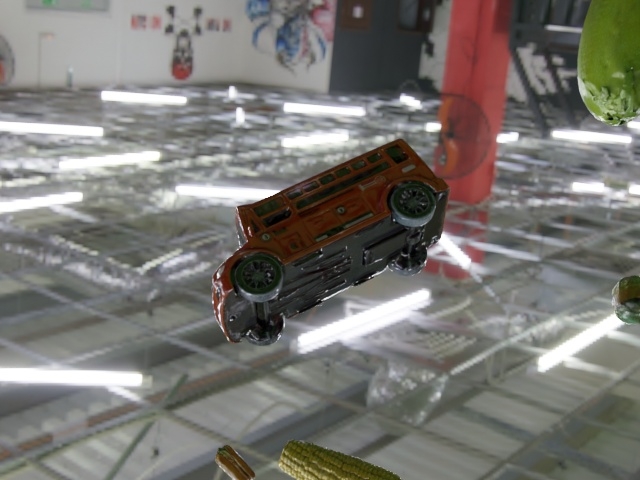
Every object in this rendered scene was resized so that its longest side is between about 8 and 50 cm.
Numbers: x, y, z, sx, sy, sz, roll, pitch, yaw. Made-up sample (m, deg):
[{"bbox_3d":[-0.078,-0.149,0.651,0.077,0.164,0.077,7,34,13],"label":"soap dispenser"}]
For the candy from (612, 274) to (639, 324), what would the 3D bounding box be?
[{"bbox_3d":[0.410,0.030,1.121,0.061,0.202,0.061,12,-131,-14],"label":"candy"}]

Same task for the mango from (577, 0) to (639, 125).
[{"bbox_3d":[0.220,-0.151,0.638,0.074,0.165,0.091,39,158,-23],"label":"mango"}]

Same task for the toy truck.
[{"bbox_3d":[0.000,0.000,0.942,0.253,0.107,0.114,-25,-120,-16],"label":"toy truck"}]

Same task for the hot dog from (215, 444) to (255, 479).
[{"bbox_3d":[-0.137,0.357,1.500,0.021,0.083,0.037,-25,-163,50],"label":"hot dog"}]

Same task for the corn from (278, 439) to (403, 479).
[{"bbox_3d":[0.037,0.346,1.386,0.206,0.067,0.067,20,-163,14],"label":"corn"}]
